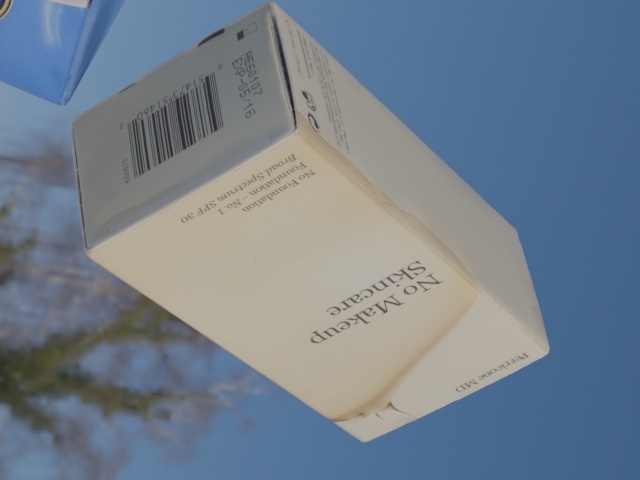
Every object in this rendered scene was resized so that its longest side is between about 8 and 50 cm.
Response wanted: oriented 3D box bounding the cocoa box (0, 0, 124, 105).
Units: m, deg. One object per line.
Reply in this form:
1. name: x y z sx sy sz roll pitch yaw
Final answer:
1. cocoa box: -0.150 -0.284 0.912 0.347 0.231 0.228 -70 -176 -45

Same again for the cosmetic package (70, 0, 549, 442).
1. cosmetic package: 0.000 0.000 1.162 0.160 0.309 0.113 -29 -131 21
